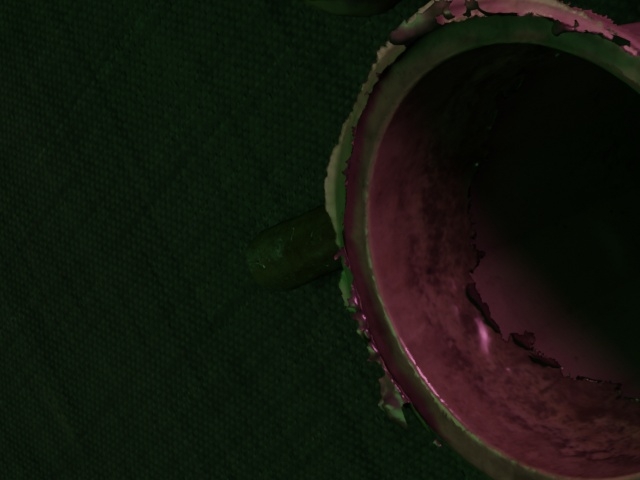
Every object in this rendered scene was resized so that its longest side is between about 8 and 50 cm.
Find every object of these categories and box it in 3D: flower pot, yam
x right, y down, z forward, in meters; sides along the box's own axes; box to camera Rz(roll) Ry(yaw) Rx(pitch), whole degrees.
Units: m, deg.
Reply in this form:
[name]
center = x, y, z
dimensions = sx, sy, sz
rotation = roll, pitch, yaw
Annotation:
[flower pot]
center = 0.187, -0.020, 0.992
dimensions = 0.290, 0.259, 0.290
rotation = 21, 120, 41
[yam]
center = 0.000, 0.000, 1.381
dimensions = 0.132, 0.054, 0.054
rotation = -25, 84, 49

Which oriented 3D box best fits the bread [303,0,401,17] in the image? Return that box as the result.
[bread]
center = -0.061, -0.290, 1.247
dimensions = 0.337, 0.183, 0.102
rotation = 58, 146, 17
